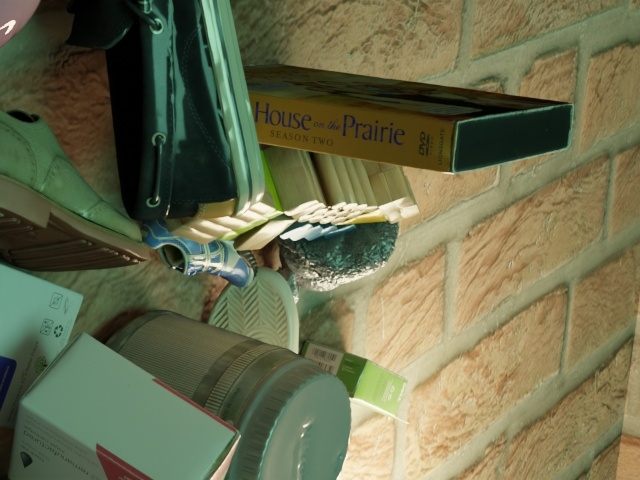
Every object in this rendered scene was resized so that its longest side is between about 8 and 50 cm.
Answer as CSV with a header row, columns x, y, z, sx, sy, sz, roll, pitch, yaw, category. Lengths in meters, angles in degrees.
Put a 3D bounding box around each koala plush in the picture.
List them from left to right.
x,y,z,sx,sy,sz,roll,pitch,yaw,category
0.000,0.000,2.081,0.196,0.203,0.221,-39,164,-23,koala plush

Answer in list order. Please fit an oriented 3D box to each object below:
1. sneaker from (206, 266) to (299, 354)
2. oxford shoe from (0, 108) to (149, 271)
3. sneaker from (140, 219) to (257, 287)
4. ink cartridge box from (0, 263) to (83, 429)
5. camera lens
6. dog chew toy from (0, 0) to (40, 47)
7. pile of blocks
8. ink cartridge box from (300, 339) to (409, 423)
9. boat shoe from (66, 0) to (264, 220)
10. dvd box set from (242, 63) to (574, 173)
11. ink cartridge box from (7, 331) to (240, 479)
x,y,z,sx,sy,sz,roll,pitch,yaw,category
-0.076,0.192,2.100,0.148,0.131,0.350,-41,137,-66,sneaker
-0.282,-0.056,1.613,0.397,0.140,0.146,38,46,-69,oxford shoe
-0.154,0.008,1.923,0.211,0.080,0.081,43,72,-47,sneaker
-0.380,0.089,1.583,0.333,0.065,0.165,31,78,-61,ink cartridge box
-0.130,0.214,1.847,0.219,0.274,0.219,-32,130,-49,camera lens
-0.381,-0.214,1.299,0.332,0.207,0.206,-41,136,-43,dog chew toy
-0.039,-0.070,1.887,0.362,0.149,0.112,-1,65,-42,pile of blocks
0.057,0.211,2.326,0.209,0.109,0.062,32,76,-59,ink cartridge box
-0.188,-0.248,1.609,0.156,0.187,0.500,-17,106,-15,boat shoe
0.042,-0.149,1.823,0.308,0.420,0.062,-14,111,-56,dvd box set
-0.222,0.262,1.684,0.117,0.207,0.283,-52,169,-40,ink cartridge box
